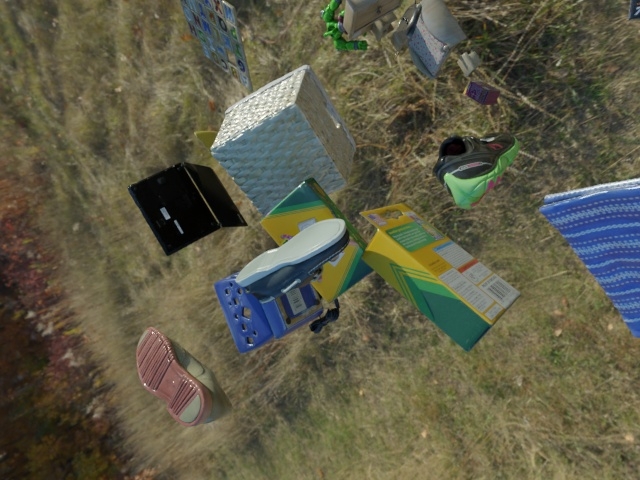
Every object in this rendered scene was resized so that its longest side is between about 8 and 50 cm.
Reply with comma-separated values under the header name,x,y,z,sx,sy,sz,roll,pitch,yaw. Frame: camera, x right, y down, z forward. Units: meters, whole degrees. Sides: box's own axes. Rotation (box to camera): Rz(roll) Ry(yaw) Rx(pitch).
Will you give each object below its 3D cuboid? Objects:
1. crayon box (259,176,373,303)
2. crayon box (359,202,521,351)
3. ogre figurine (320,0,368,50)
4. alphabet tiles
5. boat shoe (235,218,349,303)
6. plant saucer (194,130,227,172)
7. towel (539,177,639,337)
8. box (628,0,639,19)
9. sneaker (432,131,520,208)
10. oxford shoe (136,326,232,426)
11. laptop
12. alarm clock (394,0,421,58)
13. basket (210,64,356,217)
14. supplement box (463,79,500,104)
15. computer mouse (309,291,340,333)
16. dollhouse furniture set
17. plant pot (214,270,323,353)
name,x,y,z,sx,sy,sz,roll,pitch,yaw
crayon box,0.000,0.000,1.118,0.165,0.081,0.278,-39,94,20
crayon box,0.230,0.057,0.906,0.323,0.203,0.083,43,123,23
ogre figurine,0.073,-0.719,1.459,0.118,0.097,0.197,-6,145,37
alphabet tiles,-0.240,-0.467,0.976,0.237,0.009,0.198,42,159,25
boat shoe,-0.046,0.049,0.909,0.302,0.114,0.091,-24,116,39
plant saucer,-0.360,-0.315,1.812,0.333,0.081,0.333,50,177,-8
towel,0.476,0.040,0.568,0.336,0.040,0.243,41,154,-24
box,0.847,-0.540,0.903,0.293,0.295,0.074,19,135,41
sneaker,0.488,-0.272,1.387,0.202,0.482,0.185,42,127,6
oxford shoe,-0.407,0.394,1.276,0.397,0.146,0.141,35,94,38
laptop,-0.384,-0.098,1.304,0.234,0.264,0.136,56,161,8
alarm clock,0.297,-0.713,1.488,0.129,0.064,0.192,-101,32,-54
basket,-0.100,-0.289,1.351,0.331,0.267,0.328,-22,126,22
supplement box,0.471,-0.433,1.279,0.083,0.054,0.043,52,141,38
computer mouse,-0.019,0.156,1.413,0.184,0.060,0.262,-40,55,51
dollhouse furniture set,0.228,-0.520,1.214,0.356,0.173,0.303,59,176,5
plant pot,-0.141,0.178,1.324,0.212,0.235,0.236,-22,89,42
